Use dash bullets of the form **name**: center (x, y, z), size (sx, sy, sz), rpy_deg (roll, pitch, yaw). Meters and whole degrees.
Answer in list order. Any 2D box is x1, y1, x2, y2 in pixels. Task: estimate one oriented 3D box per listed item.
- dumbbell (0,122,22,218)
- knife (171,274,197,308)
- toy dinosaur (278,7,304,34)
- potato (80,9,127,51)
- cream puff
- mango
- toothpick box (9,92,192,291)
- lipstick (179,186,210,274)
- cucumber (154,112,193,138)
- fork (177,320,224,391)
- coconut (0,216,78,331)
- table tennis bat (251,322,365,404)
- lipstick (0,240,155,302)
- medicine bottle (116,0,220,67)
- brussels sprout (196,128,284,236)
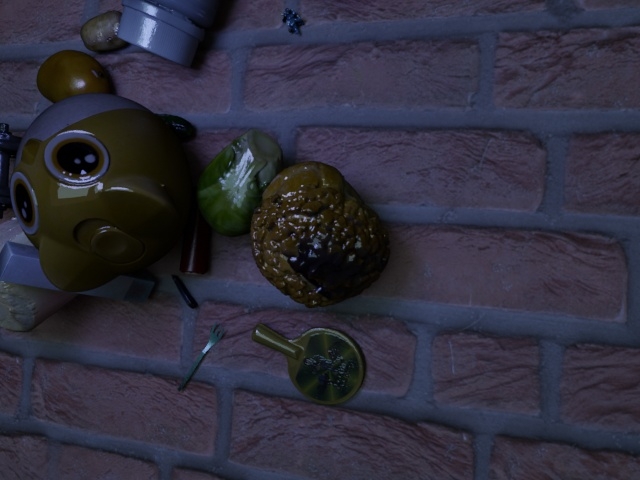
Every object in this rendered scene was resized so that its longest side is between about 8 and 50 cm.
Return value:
- **dumbbell**: center (-0.966, -0.210, 1.388), size (0.191, 0.192, 0.290), rpy_deg (2, 87, 14)
- **knife**: center (-0.392, 0.144, 1.313), size (0.018, 0.031, 0.121), rpy_deg (-38, 74, 10)
- **toy dinosaur**: center (-0.079, -0.599, 1.254), size (0.047, 0.030, 0.083), rpy_deg (-40, 78, 11)
- **potato**: center (-0.639, -0.624, 1.374), size (0.170, 0.080, 0.107), rpy_deg (-15, 77, 10)
- **cream puff**: center (0.000, 0.000, 1.069), size (0.326, 0.231, 0.343), rpy_deg (-4, 119, -4)
- **mango**: center (-0.738, -0.477, 1.366), size (0.254, 0.139, 0.176), rpy_deg (27, 92, 20)
- **toothpick box**: center (-0.523, -0.127, 1.121), size (0.408, 0.409, 0.426), rpy_deg (-37, 48, 11)
- **lipstick**: center (-0.344, -0.027, 1.280), size (0.080, 0.080, 0.242), rpy_deg (4, 89, 14)
- **cucumber**: center (-0.471, -0.336, 1.332), size (0.227, 0.069, 0.069), rpy_deg (11, 91, 19)
- **fork**: center (-0.340, 0.329, 1.297), size (0.039, 0.021, 0.235), rpy_deg (36, 98, 17)
- **coconut**: center (-0.799, 0.068, 1.288), size (0.297, 0.310, 0.298), rpy_deg (15, 129, 18)
- **table tennis bat**: center (-0.036, 0.305, 1.211), size (0.320, 0.050, 0.199), rpy_deg (24, 96, 10)
- **lipstick**: center (-0.622, 0.090, 1.198), size (0.076, 0.371, 0.080), rpy_deg (37, 100, 40)
- **medicine bottle**: center (-0.400, -0.650, 1.229), size (0.244, 0.245, 0.307), rpy_deg (26, 103, 14)
- **brussels sprout**: center (-0.192, -0.146, 1.167), size (0.210, 0.219, 0.271), rpy_deg (44, 124, 10)
